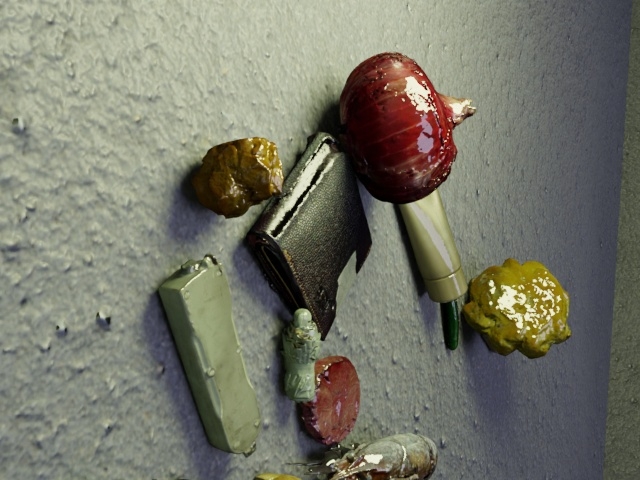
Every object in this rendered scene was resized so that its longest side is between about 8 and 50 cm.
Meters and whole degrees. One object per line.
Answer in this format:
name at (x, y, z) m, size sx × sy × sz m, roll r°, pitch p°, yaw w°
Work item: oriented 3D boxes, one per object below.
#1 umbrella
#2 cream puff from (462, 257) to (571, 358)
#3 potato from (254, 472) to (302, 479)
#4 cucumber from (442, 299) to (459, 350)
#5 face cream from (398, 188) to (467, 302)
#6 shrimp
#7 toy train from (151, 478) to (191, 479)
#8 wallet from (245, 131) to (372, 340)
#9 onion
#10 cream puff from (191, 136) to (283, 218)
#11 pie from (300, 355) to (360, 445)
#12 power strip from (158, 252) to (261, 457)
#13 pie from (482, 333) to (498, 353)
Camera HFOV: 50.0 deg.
umbrella at (-0.031, 0.171, 1.023) m, size 0.067 × 0.062 × 0.144 m, roll -96°, pitch -171°, yaw -76°
cream puff at (0.457, 0.163, 1.585) m, size 0.196 × 0.244 × 0.244 m, roll 42°, pitch 58°, yaw -48°
potato at (-0.037, 0.380, 0.984) m, size 0.066 × 0.103 × 0.096 m, roll -20°, pitch 109°, yaw -51°
cucumber at (0.286, 0.159, 1.511) m, size 0.033 × 0.036 × 0.184 m, roll -35°, pitch 121°, yaw -61°
face cream at (0.207, -0.042, 1.360) m, size 0.137 × 0.084 × 0.341 m, roll -35°, pitch 113°, yaw -39°
shrimp at (0.078, 0.388, 1.142) m, size 0.343 × 0.145 × 0.116 m, roll 13°, pitch 40°, yaw -46°
toy train at (-0.187, 0.325, 0.806) m, size 0.249 × 0.053 × 0.085 m, roll 27°, pitch 64°, yaw -53°
wallet at (0.000, 0.000, 1.061) m, size 0.221 × 0.071 × 0.262 m, roll -63°, pitch 145°, yaw -34°
onion at (0.139, -0.179, 1.098) m, size 0.252 × 0.219 × 0.252 m, roll -11°, pitch 90°, yaw -85°
cream puff at (-0.100, -0.078, 0.866) m, size 0.122 × 0.116 × 0.094 m, roll -8°, pitch 85°, yaw -40°
pie at (0.018, 0.258, 1.117) m, size 0.154 × 0.036 × 0.155 m, roll -3°, pitch 93°, yaw -56°
power strip at (-0.133, 0.156, 0.881) m, size 0.080 × 0.048 × 0.286 m, roll -37°, pitch 121°, yaw -46°
pie at (0.462, 0.191, 1.762) m, size 0.195 × 0.046 × 0.195 m, roll -7°, pitch 98°, yaw -55°
